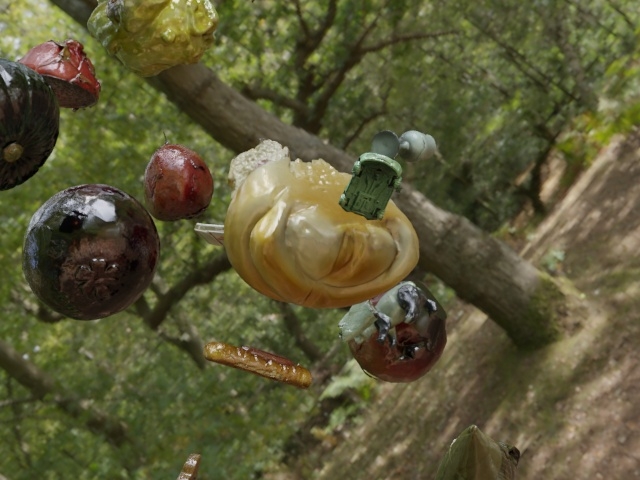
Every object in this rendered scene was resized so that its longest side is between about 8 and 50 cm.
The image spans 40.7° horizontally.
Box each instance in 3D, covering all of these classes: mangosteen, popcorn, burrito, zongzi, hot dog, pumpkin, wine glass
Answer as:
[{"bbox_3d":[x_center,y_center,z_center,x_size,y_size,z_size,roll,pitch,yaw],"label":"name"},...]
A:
[{"bbox_3d":[-0.493,0.015,1.849,0.297,0.293,0.297,-18,-40,-16],"label":"mangosteen"},{"bbox_3d":[-0.432,-0.582,2.288,0.312,0.312,0.312,-51,-6,-8],"label":"popcorn"},{"bbox_3d":[0.087,0.198,2.130,0.118,0.074,0.044,-45,-40,11],"label":"burrito"},{"bbox_3d":[0.267,0.503,1.637,0.317,0.154,0.289,49,-126,-61],"label":"zongzi"},{"bbox_3d":[-0.112,0.221,1.565,0.066,0.216,0.047,-9,63,65],"label":"hot dog"},{"bbox_3d":[-0.595,-0.219,1.520,0.248,0.248,0.248,-51,-6,-8],"label":"pumpkin"},{"bbox_3d":[0.205,-0.226,2.082,0.195,0.079,0.079,-9,-41,-56],"label":"wine glass"}]

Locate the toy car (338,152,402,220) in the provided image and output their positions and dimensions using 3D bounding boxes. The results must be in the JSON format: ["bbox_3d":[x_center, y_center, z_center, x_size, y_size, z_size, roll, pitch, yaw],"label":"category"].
[{"bbox_3d":[0.094,-0.100,1.543,0.186,0.093,0.058,113,178,-57],"label":"toy car"}]

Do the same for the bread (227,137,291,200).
[{"bbox_3d":[-0.168,-0.184,2.476,0.224,0.184,0.211,-86,-5,-79],"label":"bread"}]

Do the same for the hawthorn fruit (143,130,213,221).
[{"bbox_3d":[-0.369,-0.161,2.157,0.181,0.235,0.181,-17,0,0],"label":"hawthorn fruit"}]

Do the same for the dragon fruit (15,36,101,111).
[{"bbox_3d":[-0.646,-0.425,2.131,0.224,0.218,0.148,109,167,-78],"label":"dragon fruit"}]

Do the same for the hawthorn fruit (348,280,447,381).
[{"bbox_3d":[0.225,0.258,2.462,0.316,0.316,0.316,-51,-6,-8],"label":"hawthorn fruit"}]

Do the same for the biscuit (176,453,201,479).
[{"bbox_3d":[-0.401,0.737,2.447,0.301,0.043,0.278,99,-164,-74],"label":"biscuit"}]

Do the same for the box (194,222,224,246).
[{"bbox_3d":[-0.254,-0.011,2.504,0.109,0.198,0.029,53,-135,-61],"label":"box"}]

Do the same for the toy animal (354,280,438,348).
[{"bbox_3d":[0.183,0.199,2.246,0.225,0.121,0.094,-40,-30,8],"label":"toy animal"}]

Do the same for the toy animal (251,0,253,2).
[{"bbox_3d":[-0.167,-0.556,1.679,0.073,0.181,0.136,-25,21,22],"label":"toy animal"}]

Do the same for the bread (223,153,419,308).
[{"bbox_3d":[0.011,-0.018,1.857,0.245,0.424,0.329,6,89,59],"label":"bread"}]
